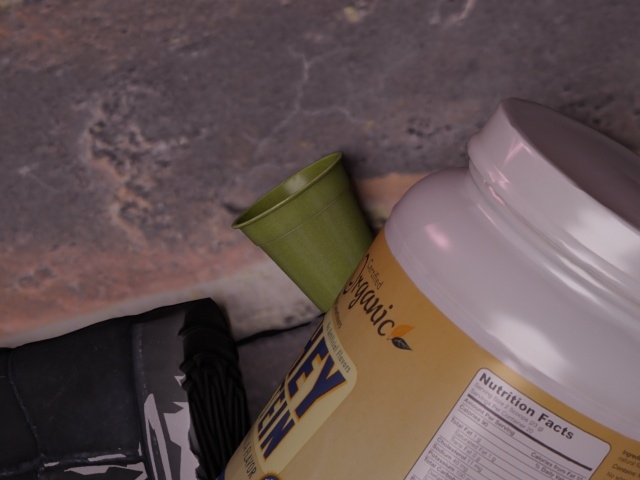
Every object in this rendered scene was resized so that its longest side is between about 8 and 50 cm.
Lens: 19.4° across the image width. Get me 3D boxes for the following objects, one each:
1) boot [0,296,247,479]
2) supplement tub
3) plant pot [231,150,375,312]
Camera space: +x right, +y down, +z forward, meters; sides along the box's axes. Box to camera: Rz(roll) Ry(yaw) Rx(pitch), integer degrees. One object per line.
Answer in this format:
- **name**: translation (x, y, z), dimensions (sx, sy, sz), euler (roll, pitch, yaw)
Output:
- **boot**: translation (-0.252, 0.252, 1.227), dimensions (0.445, 0.146, 0.367), euler (-12, 76, 16)
- **supplement tub**: translation (0.098, 0.101, 1.061), dimensions (0.228, 0.228, 0.316), euler (36, 107, 11)
- **plant pot**: translation (0.000, 0.000, 1.165), dimensions (0.083, 0.083, 0.079), euler (-30, 100, 20)
